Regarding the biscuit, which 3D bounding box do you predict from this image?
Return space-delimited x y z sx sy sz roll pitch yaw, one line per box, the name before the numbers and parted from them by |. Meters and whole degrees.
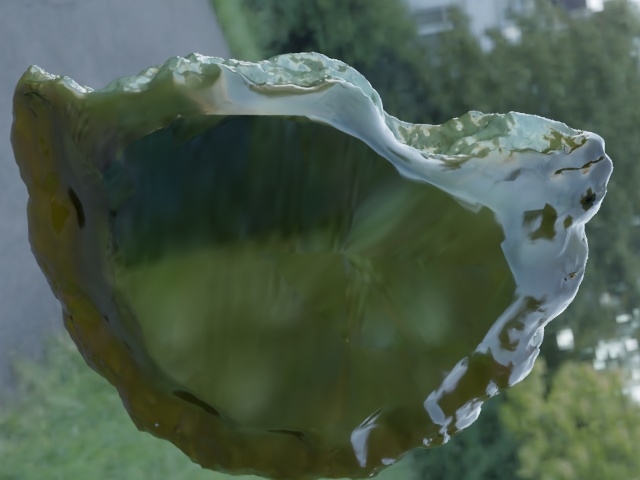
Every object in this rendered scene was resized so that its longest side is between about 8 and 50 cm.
biscuit | 0.000 0.000 0.797 0.329 0.335 0.078 59 14 -25
